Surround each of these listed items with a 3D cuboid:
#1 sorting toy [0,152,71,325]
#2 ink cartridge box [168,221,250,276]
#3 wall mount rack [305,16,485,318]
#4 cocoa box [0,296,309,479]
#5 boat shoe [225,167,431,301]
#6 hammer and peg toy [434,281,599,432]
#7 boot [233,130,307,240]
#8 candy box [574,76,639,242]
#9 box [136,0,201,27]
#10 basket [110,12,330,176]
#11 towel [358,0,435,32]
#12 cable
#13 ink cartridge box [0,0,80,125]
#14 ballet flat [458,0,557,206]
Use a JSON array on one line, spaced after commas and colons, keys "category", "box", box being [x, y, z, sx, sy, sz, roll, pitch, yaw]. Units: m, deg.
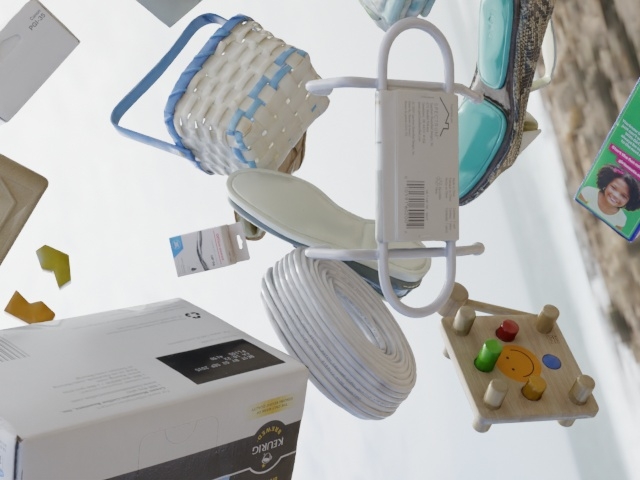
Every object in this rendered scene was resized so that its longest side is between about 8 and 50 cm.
[{"category": "sorting toy", "box": [-0.459, -0.016, 1.561, 0.229, 0.307, 0.041, -63, 0, -20]}, {"category": "ink cartridge box", "box": [-0.128, 0.010, 1.377, 0.028, 0.083, 0.048, -20, -83, -74]}, {"category": "wall mount rack", "box": [0.124, -0.086, 1.458, 0.130, 0.304, 0.350, 3, 93, 55]}, {"category": "cocoa box", "box": [-0.221, 0.221, 1.218, 0.347, 0.231, 0.228, -9, -66, -44]}, {"category": "boat shoe", "box": [0.000, 0.000, 1.737, 0.116, 0.319, 0.099, -71, 6, -45]}, {"category": "hammer and peg toy", "box": [0.371, 0.203, 2.329, 0.361, 0.265, 0.127, -108, 25, -43]}, {"category": "boot", "box": [-0.087, -0.164, 2.181, 0.269, 0.089, 0.236, -64, -27, -55]}, {"category": "candy box", "box": [0.529, -0.191, 1.722, 0.122, 0.268, 0.317, 38, 142, 19]}, {"category": "box", "box": [-0.211, -0.481, 1.892, 0.127, 0.232, 0.149, 36, -155, -44]}, {"category": "basket", "box": [-0.156, -0.221, 1.836, 0.289, 0.255, 0.201, 29, 161, 28]}, {"category": "towel", "box": [0.071, -0.483, 1.445, 0.320, 0.090, 0.374, 59, 150, 27]}, {"category": "cable", "box": [0.028, 0.124, 1.593, 0.257, 0.089, 0.257, 42, -164, -32]}, {"category": "ink cartridge box", "box": [-0.571, -0.308, 2.158, 0.117, 0.207, 0.283, 44, 163, -19]}, {"category": "ballet flat", "box": [0.356, -0.280, 2.244, 0.164, 0.182, 0.483, 46, 135, 45]}]
